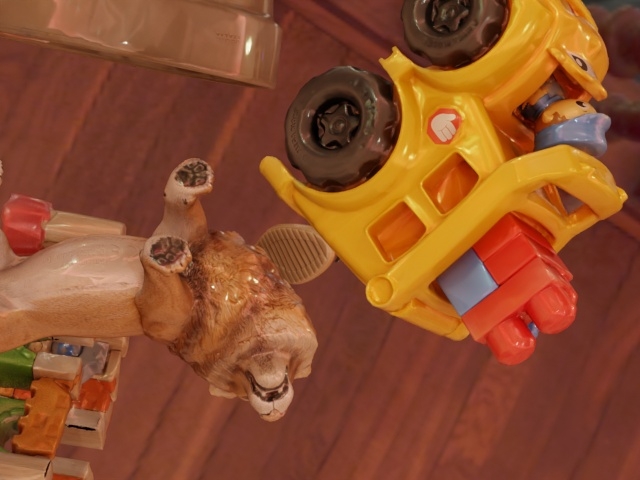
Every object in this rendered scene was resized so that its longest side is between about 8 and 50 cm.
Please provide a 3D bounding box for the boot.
[{"bbox_3d":[0.000,0.000,2.037,0.207,0.248,0.090,-21,93,-37],"label":"boot"}]

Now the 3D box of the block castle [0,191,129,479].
[{"bbox_3d":[-0.394,0.192,1.769,0.213,0.453,0.303,8,139,2],"label":"block castle"}]

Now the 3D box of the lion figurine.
[{"bbox_3d":[-0.195,0.042,1.140,0.392,0.240,0.142,7,59,2],"label":"lion figurine"}]

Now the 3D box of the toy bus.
[{"bbox_3d":[0.106,-0.037,0.837,0.220,0.211,0.149,-43,146,14],"label":"toy bus"}]

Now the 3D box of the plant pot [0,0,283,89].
[{"bbox_3d":[-0.174,-0.308,1.308,0.323,0.323,0.280,8,96,-33],"label":"plant pot"}]
